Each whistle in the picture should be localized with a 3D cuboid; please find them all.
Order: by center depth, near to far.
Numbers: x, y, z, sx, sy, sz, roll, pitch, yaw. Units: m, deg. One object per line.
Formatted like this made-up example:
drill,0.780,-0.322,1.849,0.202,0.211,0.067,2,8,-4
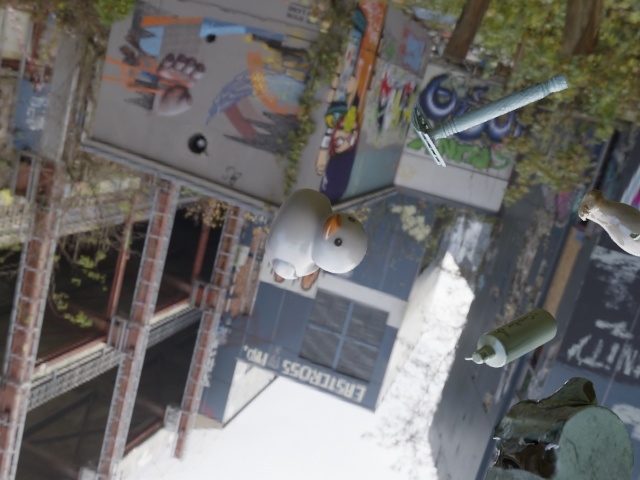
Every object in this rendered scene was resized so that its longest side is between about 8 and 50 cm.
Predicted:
whistle,0.391,0.424,1.212,0.405,0.188,0.168,-31,-175,-26

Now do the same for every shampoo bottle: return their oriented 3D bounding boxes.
shampoo bottle,0.457,0.238,1.610,0.263,0.085,0.085,-16,-150,-36

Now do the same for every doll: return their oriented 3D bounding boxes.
doll,0.000,0.000,1.490,0.221,0.221,0.251,15,152,1

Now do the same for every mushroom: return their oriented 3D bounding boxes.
mushroom,0.668,-0.033,1.481,0.213,0.088,0.097,37,-160,9

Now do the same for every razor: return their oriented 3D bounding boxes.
razor,0.265,-0.201,1.046,0.232,0.068,0.106,-21,149,19

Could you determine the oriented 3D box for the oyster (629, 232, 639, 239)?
oyster,0.578,-0.007,0.962,0.252,0.087,0.199,14,158,-40
